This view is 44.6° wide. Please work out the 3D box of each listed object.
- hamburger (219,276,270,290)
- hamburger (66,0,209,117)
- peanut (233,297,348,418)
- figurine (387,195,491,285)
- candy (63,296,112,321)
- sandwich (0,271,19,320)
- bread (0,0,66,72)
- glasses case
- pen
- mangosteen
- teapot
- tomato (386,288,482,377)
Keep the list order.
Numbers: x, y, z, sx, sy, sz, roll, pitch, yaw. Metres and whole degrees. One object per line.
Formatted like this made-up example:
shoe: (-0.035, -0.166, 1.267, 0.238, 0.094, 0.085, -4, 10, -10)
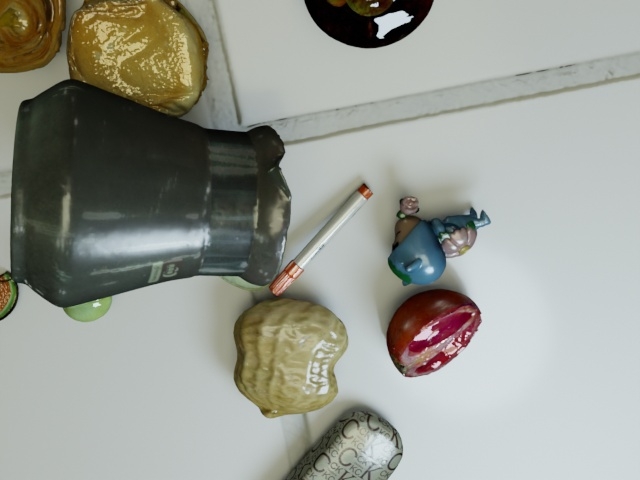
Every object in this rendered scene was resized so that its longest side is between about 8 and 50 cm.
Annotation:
hamburger: (-0.108, 0.036, 1.311, 0.121, 0.054, 0.084, -43, 112, 14)
hamburger: (-0.268, -0.267, 1.160, 0.214, 0.108, 0.213, -1, 109, -4)
peanut: (-0.055, 0.207, 1.343, 0.197, 0.110, 0.233, 6, 107, -5)
figurine: (0.182, -0.013, 1.291, 0.178, 0.114, 0.144, -30, 86, -5)
candy: (-0.423, -0.025, 1.265, 0.092, 0.093, 0.335, -21, 101, -14)
sandwich: (-0.547, 0.097, 1.320, 0.069, 0.026, 0.101, 18, 105, -5)
bread: (-0.444, -0.351, 1.077, 0.120, 0.198, 0.236, 10, 104, 31)
glasses case: (0.011, 0.464, 1.451, 0.137, 0.085, 0.354, 35, 105, -13)
pen: (0.000, 0.000, 1.300, 0.028, 0.028, 0.239, 41, 95, -16)
mangosteen: (0.069, -0.364, 1.081, 0.194, 0.230, 0.194, 0, 98, -2)
teapot: (-0.239, -0.043, 1.114, 0.362, 0.376, 0.305, 4, 70, -17)
tomato: (0.184, 0.146, 1.347, 0.173, 0.099, 0.189, -33, 149, -7)
